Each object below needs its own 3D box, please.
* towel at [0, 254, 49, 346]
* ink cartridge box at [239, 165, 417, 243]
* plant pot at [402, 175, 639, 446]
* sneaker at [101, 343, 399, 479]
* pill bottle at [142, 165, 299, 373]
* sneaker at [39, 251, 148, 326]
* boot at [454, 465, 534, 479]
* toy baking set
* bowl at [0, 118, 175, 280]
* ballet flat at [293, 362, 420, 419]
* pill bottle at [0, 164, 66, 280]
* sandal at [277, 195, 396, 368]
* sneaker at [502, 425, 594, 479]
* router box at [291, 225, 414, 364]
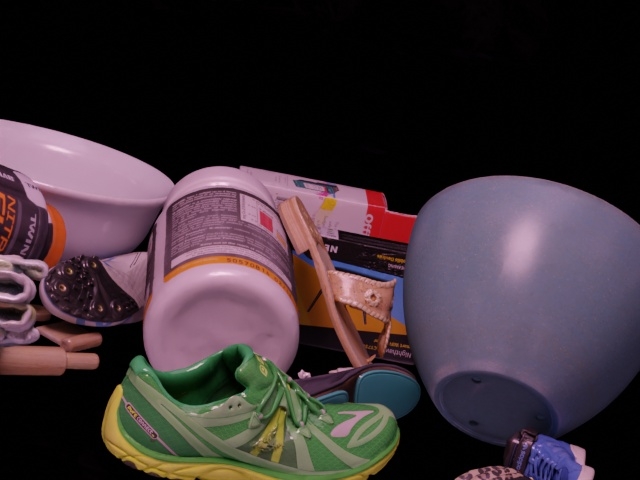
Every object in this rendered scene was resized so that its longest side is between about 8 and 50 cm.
[{"bbox_3d":[-0.420,0.054,1.681,0.320,0.090,0.374,1,-4,-15],"label":"towel"},{"bbox_3d":[0.000,0.000,2.322,0.231,0.134,0.078,11,16,-5],"label":"ink cartridge box"},{"bbox_3d":[0.209,0.102,1.983,0.290,0.290,0.195,15,54,10],"label":"plant pot"},{"bbox_3d":[-0.054,0.164,1.770,0.295,0.123,0.109,5,18,-23],"label":"sneaker"},{"bbox_3d":[-0.106,0.038,2.010,0.162,0.162,0.278,10,27,-8],"label":"pill bottle"},{"bbox_3d":[-0.238,0.060,2.057,0.086,0.085,0.237,-28,-9,24],"label":"sneaker"},{"bbox_3d":[0.246,0.262,1.731,0.236,0.085,0.178,0,18,-34],"label":"boot"},{"bbox_3d":[-0.355,0.097,1.949,0.256,0.030,0.197,2,15,-38],"label":"toy baking set"},{"bbox_3d":[-0.324,-0.037,2.179,0.298,0.134,0.298,16,13,-4],"label":"bowl"},{"bbox_3d":[0.016,0.158,1.938,0.074,0.074,0.203,26,23,39],"label":"ballet flat"},{"bbox_3d":[-0.365,-0.025,1.913,0.130,0.130,0.246,24,0,33],"label":"pill bottle"},{"bbox_3d":[0.041,0.050,2.025,0.079,0.240,0.088,-28,-6,8],"label":"sandal"},{"bbox_3d":[0.221,0.227,1.863,0.084,0.058,0.152,18,13,0],"label":"sneaker"},{"bbox_3d":[0.034,0.059,2.154,0.179,0.133,0.046,11,16,-3],"label":"router box"}]
